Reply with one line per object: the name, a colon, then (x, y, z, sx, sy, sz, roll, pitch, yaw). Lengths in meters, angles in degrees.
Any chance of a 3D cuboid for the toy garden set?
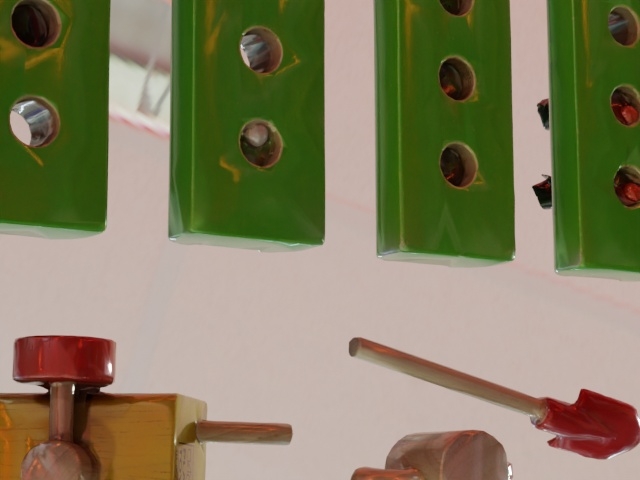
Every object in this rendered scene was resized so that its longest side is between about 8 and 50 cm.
toy garden set: (0.000, 0.000, 0.518, 0.244, 0.204, 0.049, 5, -10, -31)
